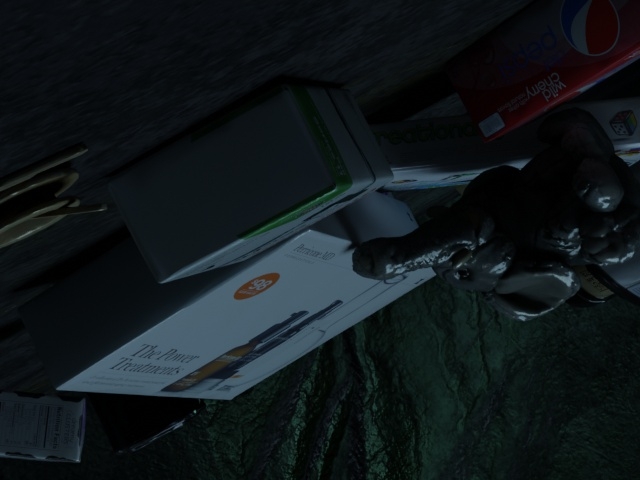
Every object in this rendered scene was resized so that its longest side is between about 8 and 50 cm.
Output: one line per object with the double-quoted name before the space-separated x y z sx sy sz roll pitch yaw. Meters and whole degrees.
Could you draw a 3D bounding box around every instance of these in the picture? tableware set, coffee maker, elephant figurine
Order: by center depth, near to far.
"tableware set" -0.230 0.011 1.029 0.194 0.039 0.128 -27 176 -22
"elephant figurine" 0.176 -0.008 1.562 0.239 0.186 0.169 -31 -158 19
"coffee maker" -0.218 0.137 1.810 0.120 0.178 0.171 -31 175 32

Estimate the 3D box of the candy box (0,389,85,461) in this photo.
"candy box" -0.350 0.196 1.789 0.196 0.070 0.165 6 171 -7

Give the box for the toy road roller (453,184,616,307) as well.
"toy road roller" 0.349 -0.087 2.155 0.240 0.329 0.202 -49 -175 -21

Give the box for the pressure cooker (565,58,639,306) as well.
"pressure cooker" 0.500 -0.128 1.883 0.370 0.375 0.420 -22 175 -34

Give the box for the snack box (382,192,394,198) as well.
"snack box" 0.000 0.000 2.386 0.175 0.070 0.207 -26 177 -26

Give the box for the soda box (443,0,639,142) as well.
"soda box" 0.230 -0.180 1.435 0.092 0.083 0.263 -25 176 -40

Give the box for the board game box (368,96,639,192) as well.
"board game box" 0.180 -0.094 1.691 0.305 0.053 0.193 -6 176 -1

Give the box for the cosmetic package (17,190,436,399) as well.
"cosmetic package" -0.072 0.047 1.632 0.284 0.097 0.377 -34 163 15

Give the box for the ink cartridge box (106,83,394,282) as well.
"ink cartridge box" -0.044 -0.045 1.245 0.153 0.086 0.208 -28 177 15
